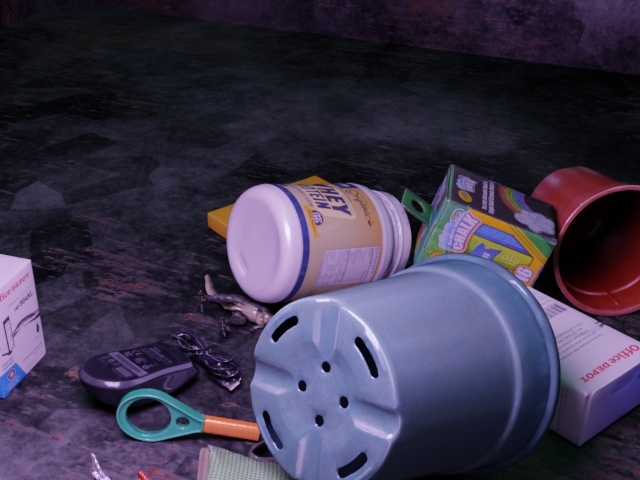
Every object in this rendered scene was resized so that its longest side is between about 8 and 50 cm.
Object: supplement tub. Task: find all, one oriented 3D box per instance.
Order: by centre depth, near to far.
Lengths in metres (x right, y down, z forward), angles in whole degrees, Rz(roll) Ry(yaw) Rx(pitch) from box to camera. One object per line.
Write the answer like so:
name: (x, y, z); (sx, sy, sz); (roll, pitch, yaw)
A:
supplement tub: (0.000, 0.000, 1.821); (0.316, 0.228, 0.228); (-4, 26, -37)

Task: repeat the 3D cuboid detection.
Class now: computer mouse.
computer mouse: (-0.288, 0.236, 1.593); (0.272, 0.072, 0.188); (-8, 25, -40)

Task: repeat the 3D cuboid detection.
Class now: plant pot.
plant pot: (0.103, 0.192, 1.294); (0.341, 0.341, 0.334); (26, 18, 39)
plant pot: (0.565, -0.023, 1.902); (0.272, 0.272, 0.265); (-3, 21, -6)

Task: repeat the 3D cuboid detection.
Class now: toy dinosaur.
toy dinosaur: (-0.170, 0.130, 1.790); (0.268, 0.064, 0.118); (23, 21, 35)

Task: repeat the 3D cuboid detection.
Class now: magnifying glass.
magnifying glass: (-0.211, 0.291, 1.481); (0.231, 0.092, 0.026); (9, 25, -6)

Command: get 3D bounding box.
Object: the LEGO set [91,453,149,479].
LEGO set: (-0.272, 0.391, 1.316); (0.244, 0.060, 0.182); (3, 25, 5)

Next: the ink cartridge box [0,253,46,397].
ink cartridge box: (-0.562, 0.146, 1.601); (0.086, 0.203, 0.148); (8, 30, 14)

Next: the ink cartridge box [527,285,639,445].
ink cartridge box: (0.402, 0.209, 1.597); (0.198, 0.114, 0.273); (-22, 36, -34)

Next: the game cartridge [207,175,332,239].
game cartridge: (-0.051, -0.042, 2.124); (0.324, 0.052, 0.285); (-22, 36, -31)

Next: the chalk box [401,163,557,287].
chalk box: (0.287, -0.016, 1.793); (0.289, 0.179, 0.180); (22, 28, 1)

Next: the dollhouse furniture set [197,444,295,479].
dollhouse furniture set: (-0.049, 0.344, 1.187); (0.197, 0.151, 0.301); (22, 24, -14)

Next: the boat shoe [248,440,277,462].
boat shoe: (-0.014, 0.319, 1.435); (0.228, 0.068, 0.081); (-20, 35, -32)
